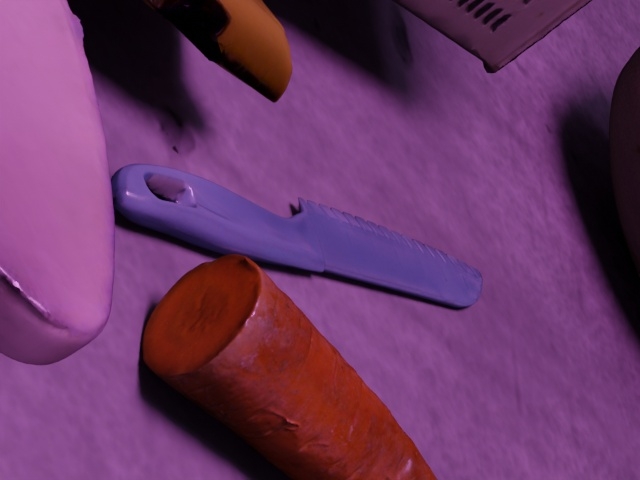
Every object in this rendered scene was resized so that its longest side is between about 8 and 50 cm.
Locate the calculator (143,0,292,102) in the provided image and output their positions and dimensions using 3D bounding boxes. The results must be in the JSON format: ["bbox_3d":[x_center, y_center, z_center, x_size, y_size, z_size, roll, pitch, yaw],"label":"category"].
[{"bbox_3d":[-0.099,-0.155,0.828,0.236,0.033,0.157,35,18,-44],"label":"calculator"}]

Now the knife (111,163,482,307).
[{"bbox_3d":[0.000,0.000,0.921,0.313,0.019,0.044,17,47,-54],"label":"knife"}]

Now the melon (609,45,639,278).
[{"bbox_3d":[0.315,-0.021,1.196,0.308,0.272,0.272,59,27,-20],"label":"melon"}]

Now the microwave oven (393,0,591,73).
[{"bbox_3d":[0.038,-0.350,1.007,0.333,0.247,0.394,26,35,-45],"label":"microwave oven"}]

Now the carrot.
[{"bbox_3d":[0.013,0.094,0.817,0.209,0.061,0.061,47,31,-30],"label":"carrot"}]

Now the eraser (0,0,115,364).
[{"bbox_3d":[-0.150,-0.059,0.677,0.204,0.059,0.243,2,56,-61],"label":"eraser"}]
